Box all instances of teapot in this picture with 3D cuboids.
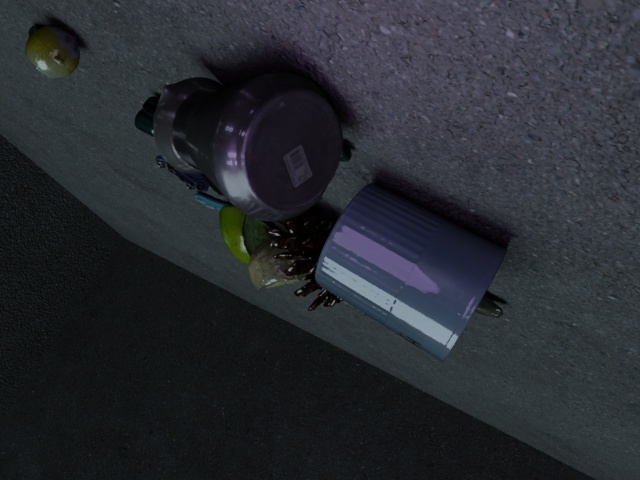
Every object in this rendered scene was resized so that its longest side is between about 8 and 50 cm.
[{"bbox_3d":[-0.129,-0.177,1.246,0.344,0.253,0.300,24,165,49],"label":"teapot"}]

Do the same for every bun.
[{"bbox_3d":[-0.095,0.058,2.029,0.260,0.152,0.259,-13,178,-1],"label":"bun"}]

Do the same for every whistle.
[{"bbox_3d":[-0.636,-0.460,1.588,0.223,0.123,0.123,46,179,44],"label":"whistle"}]

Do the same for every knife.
[{"bbox_3d":[-0.339,-0.116,2.221,0.222,0.031,0.064,19,162,36],"label":"knife"}]

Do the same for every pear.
[{"bbox_3d":[-0.248,-0.006,2.181,0.239,0.139,0.288,22,170,44],"label":"pear"}]

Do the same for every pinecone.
[{"bbox_3d":[-0.007,0.041,1.730,0.309,0.244,0.244,41,165,3],"label":"pinecone"}]

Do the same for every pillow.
[{"bbox_3d":[0.338,0.124,1.667,0.241,0.051,0.093,31,171,3],"label":"pillow"}]

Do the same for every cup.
[{"bbox_3d":[0.192,0.038,1.393,0.311,0.331,0.256,29,132,11],"label":"cup"}]

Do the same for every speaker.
[{"bbox_3d":[-0.433,-0.309,1.761,0.075,0.060,0.094,28,-160,9],"label":"speaker"}]

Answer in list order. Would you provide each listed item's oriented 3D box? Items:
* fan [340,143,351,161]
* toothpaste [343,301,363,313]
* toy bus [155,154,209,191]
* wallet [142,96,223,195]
[{"bbox_3d":[-0.003,-0.187,1.336,0.155,0.039,0.082,19,161,33],"label":"fan"},{"bbox_3d":[0.222,0.257,2.310,0.392,0.061,0.099,28,165,0],"label":"toothpaste"},{"bbox_3d":[-0.392,-0.208,1.946,0.167,0.076,0.073,39,164,-36],"label":"toy bus"},{"bbox_3d":[-0.280,-0.211,1.741,0.229,0.062,0.406,23,164,26],"label":"wallet"}]
